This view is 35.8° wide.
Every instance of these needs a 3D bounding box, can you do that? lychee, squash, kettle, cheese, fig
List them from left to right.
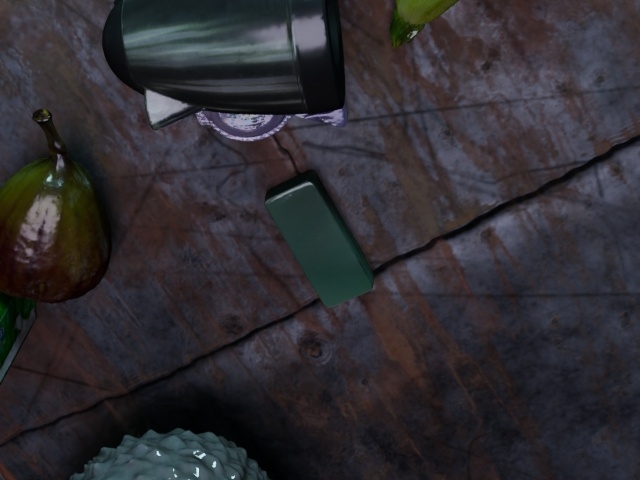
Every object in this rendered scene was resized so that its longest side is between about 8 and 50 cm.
[{"bbox_3d":[-0.346,-0.049,1.257,0.170,0.145,0.274,9,126,-8],"label":"fig"},{"bbox_3d":[-0.210,0.455,1.400,0.432,0.380,0.380,-16,116,30],"label":"lychee"},{"bbox_3d":[-0.119,-0.254,1.120,0.271,0.207,0.250,-7,117,7],"label":"kettle"},{"bbox_3d":[-0.064,-0.178,1.246,0.191,0.042,0.105,-8,116,1],"label":"cheese"},{"bbox_3d":[0.141,-0.305,1.157,0.090,0.075,0.200,38,112,-13],"label":"squash"}]

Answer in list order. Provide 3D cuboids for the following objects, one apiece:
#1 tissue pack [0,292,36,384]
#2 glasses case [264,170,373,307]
[{"bbox_3d":[-0.477,0.096,1.305,0.148,0.209,0.156,3,116,1],"label":"tissue pack"},{"bbox_3d":[0.000,0.000,1.334,0.078,0.039,0.184,-24,113,14],"label":"glasses case"}]
